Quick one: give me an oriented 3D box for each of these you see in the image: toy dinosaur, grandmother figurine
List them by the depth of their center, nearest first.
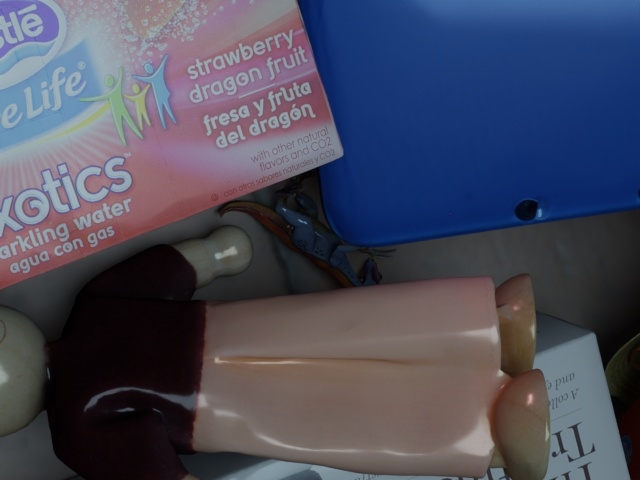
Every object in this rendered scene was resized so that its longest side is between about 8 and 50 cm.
[{"bbox_3d":[-0.062,0.065,0.984,0.342,0.208,0.104,0,125,-2],"label":"grandmother figurine"},{"bbox_3d":[0.000,0.000,1.082,0.090,0.047,0.082,-13,114,15],"label":"toy dinosaur"}]

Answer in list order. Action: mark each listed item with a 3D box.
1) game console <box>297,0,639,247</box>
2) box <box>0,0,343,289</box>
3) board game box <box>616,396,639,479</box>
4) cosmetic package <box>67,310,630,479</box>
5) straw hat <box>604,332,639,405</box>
[{"bbox_3d":[0.125,-0.160,1.022,0.293,0.250,0.173,-8,140,-2],"label":"game console"},{"bbox_3d":[-0.163,-0.060,0.940,0.300,0.154,0.142,-22,104,-16],"label":"box"},{"bbox_3d":[0.320,0.083,1.048,0.242,0.316,0.064,3,62,-12],"label":"board game box"},{"bbox_3d":[0.007,0.235,1.075,0.377,0.097,0.284,-20,106,-18],"label":"cosmetic package"},{"bbox_3d":[0.229,0.043,1.149,0.144,0.144,0.061,-2,55,-21],"label":"straw hat"}]
